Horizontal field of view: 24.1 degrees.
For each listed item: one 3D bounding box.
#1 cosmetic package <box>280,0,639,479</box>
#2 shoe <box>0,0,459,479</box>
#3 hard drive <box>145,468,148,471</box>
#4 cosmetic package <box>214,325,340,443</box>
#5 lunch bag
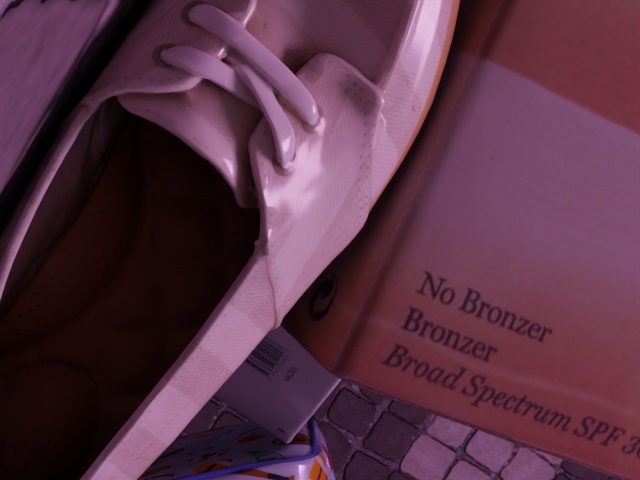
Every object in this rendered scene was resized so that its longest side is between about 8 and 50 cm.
[{"bbox_3d":[0.102,-0.088,0.459,0.296,0.153,0.129,-67,-157,6],"label":"cosmetic package"},{"bbox_3d":[-0.035,-0.001,0.369,0.219,0.076,0.058,-56,-175,7],"label":"shoe"},{"bbox_3d":[-0.153,0.165,0.996,0.172,0.054,0.254,-58,180,-5],"label":"hard drive"},{"bbox_3d":[0.000,0.000,1.158,0.224,0.138,0.224,-56,179,-32],"label":"cosmetic package"},{"bbox_3d":[-0.105,0.232,1.293,0.243,0.115,0.303,-15,179,-2],"label":"lunch bag"}]
